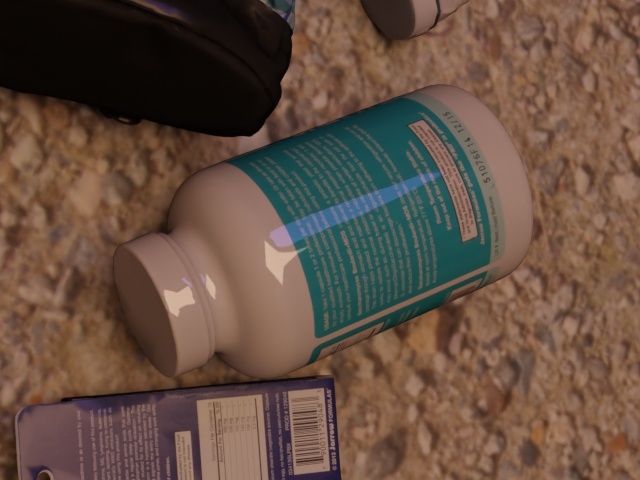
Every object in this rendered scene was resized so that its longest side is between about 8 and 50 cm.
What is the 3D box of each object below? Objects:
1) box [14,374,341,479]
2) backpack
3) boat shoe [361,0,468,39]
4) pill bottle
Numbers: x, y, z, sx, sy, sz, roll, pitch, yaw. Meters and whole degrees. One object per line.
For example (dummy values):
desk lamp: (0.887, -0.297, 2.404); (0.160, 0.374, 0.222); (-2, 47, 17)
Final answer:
box: (-0.093, 0.166, 1.010); (0.225, 0.036, 0.136); (-2, 86, -26)
backpack: (-0.121, -0.284, 0.940); (0.290, 0.273, 0.356); (16, 66, -16)
boat shoe: (0.049, -0.272, 1.060); (0.084, 0.095, 0.258); (-31, 125, -25)
pill bottle: (0.000, 0.000, 1.006); (0.264, 0.146, 0.146); (-22, 95, -25)
